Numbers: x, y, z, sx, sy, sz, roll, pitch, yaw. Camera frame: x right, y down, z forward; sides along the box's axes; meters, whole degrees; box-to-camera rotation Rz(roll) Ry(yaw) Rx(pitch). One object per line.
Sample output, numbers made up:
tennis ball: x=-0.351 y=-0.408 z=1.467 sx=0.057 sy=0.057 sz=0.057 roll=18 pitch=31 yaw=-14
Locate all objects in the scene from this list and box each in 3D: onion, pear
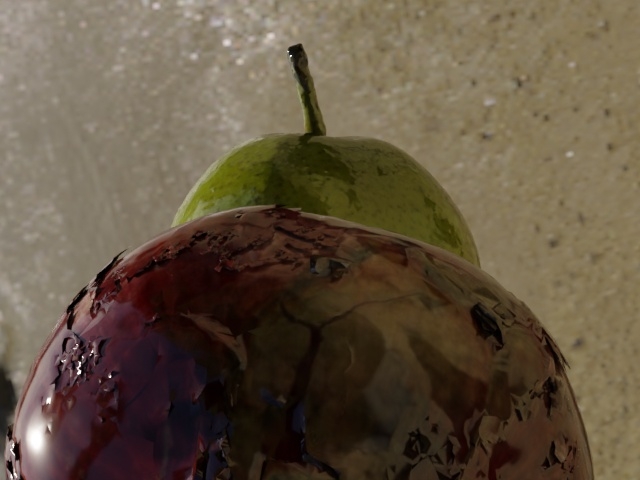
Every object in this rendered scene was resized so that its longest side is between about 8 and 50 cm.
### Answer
onion: x=-0.006 y=0.083 z=0.466 sx=0.147 sy=0.184 sz=0.184 roll=-85 pitch=-6 yaw=-72
pear: x=0.000 y=0.000 z=0.895 sx=0.166 sy=0.180 sz=0.216 roll=175 pitch=96 yaw=-69
